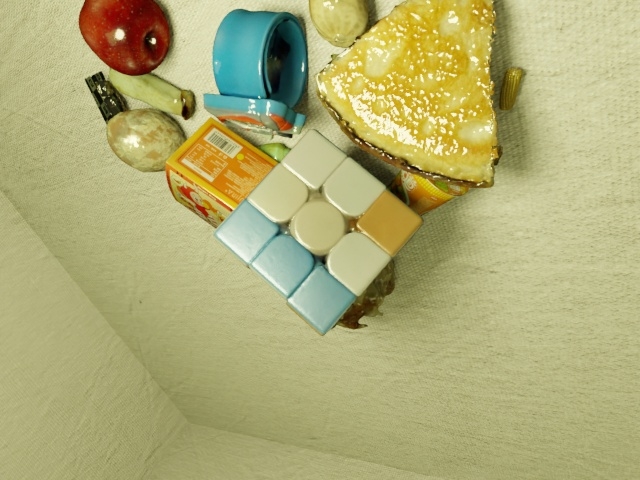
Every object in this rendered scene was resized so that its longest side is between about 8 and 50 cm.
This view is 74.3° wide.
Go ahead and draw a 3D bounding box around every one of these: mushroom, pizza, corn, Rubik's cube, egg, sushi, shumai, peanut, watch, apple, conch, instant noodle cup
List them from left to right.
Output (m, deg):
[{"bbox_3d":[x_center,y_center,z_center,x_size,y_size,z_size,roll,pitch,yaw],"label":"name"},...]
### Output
[{"bbox_3d":[-0.667,-0.441,1.382,0.051,0.192,0.215,-16,121,-1],"label":"sushi"},{"bbox_3d":[-0.522,-0.564,1.137,0.201,0.218,0.218,19,132,18],"label":"apple"},{"bbox_3d":[-0.553,-0.317,1.342,0.203,0.245,0.203,-7,79,39],"label":"egg"},{"bbox_3d":[-0.526,-0.464,1.316,0.312,0.081,0.099,26,133,13],"label":"mushroom"},{"bbox_3d":[-0.121,-0.401,1.042,0.242,0.305,0.274,13,100,18],"label":"watch"},{"bbox_3d":[-0.139,-0.245,1.262,0.201,0.079,0.094,8,133,40],"label":"conch"},{"bbox_3d":[0.000,0.000,1.071,0.344,0.347,0.346,40,172,8],"label":"Rubik's cube"},{"bbox_3d":[0.031,-0.526,0.902,0.129,0.129,0.224,-2,122,32],"label":"peanut"},{"bbox_3d":[0.077,0.134,1.305,0.267,0.262,0.313,6,125,26],"label":"shumai"},{"bbox_3d":[0.175,-0.316,0.909,0.392,0.080,0.434,-3,98,21],"label":"pizza"},{"bbox_3d":[0.252,-0.136,1.070,0.168,0.168,0.185,40,142,-3],"label":"instant noodle cup"},{"bbox_3d":[0.405,-0.323,0.904,0.037,0.037,0.092,13,129,22],"label":"corn"}]

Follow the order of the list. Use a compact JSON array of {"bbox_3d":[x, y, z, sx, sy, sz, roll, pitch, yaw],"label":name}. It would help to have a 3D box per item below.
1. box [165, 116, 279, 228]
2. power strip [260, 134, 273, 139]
[{"bbox_3d":[-0.274,-0.156,1.265,0.284,0.213,0.259,36,156,3],"label":"box"},{"bbox_3d":[-0.153,-0.338,1.237,0.040,0.016,0.090,27,133,10],"label":"power strip"}]
